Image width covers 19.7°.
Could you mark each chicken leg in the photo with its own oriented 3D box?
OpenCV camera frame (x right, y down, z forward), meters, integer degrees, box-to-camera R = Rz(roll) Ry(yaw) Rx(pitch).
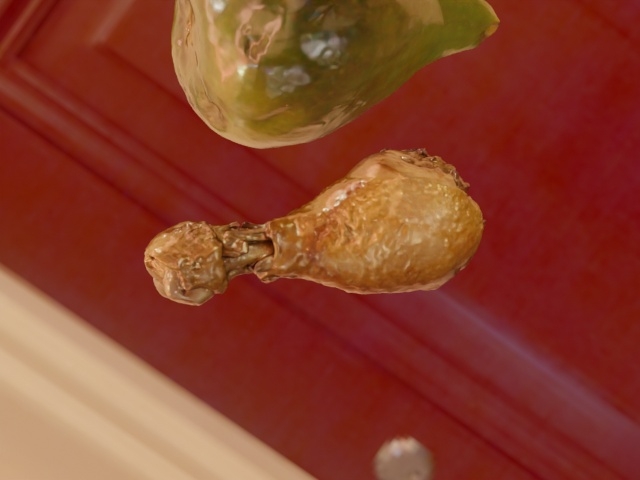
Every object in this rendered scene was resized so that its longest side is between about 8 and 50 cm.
[{"bbox_3d":[0.001,0.000,1.273,0.087,0.251,0.107,-150,51,-62],"label":"chicken leg"}]

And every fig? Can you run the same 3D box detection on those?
[{"bbox_3d":[0.020,-0.183,1.508,0.206,0.275,0.206,171,90,-72],"label":"fig"}]
